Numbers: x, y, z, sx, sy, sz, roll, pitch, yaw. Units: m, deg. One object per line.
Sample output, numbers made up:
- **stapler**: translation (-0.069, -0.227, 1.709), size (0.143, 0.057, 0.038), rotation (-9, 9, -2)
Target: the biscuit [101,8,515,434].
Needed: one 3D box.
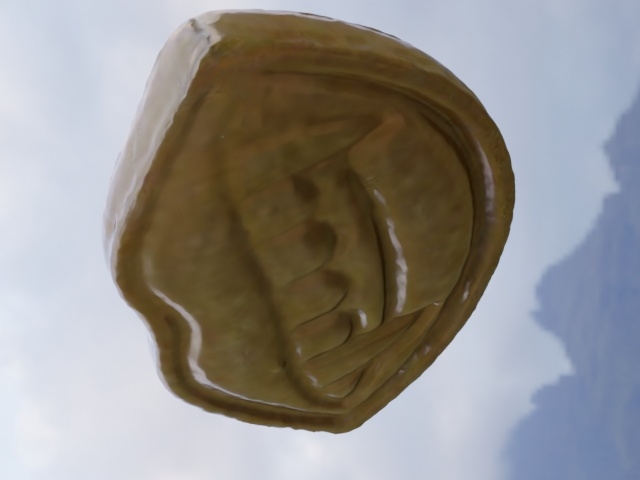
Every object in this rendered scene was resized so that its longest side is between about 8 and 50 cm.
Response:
- **biscuit**: translation (0.000, 0.000, 0.592), size (0.220, 0.142, 0.029), rotation (77, 167, -51)
